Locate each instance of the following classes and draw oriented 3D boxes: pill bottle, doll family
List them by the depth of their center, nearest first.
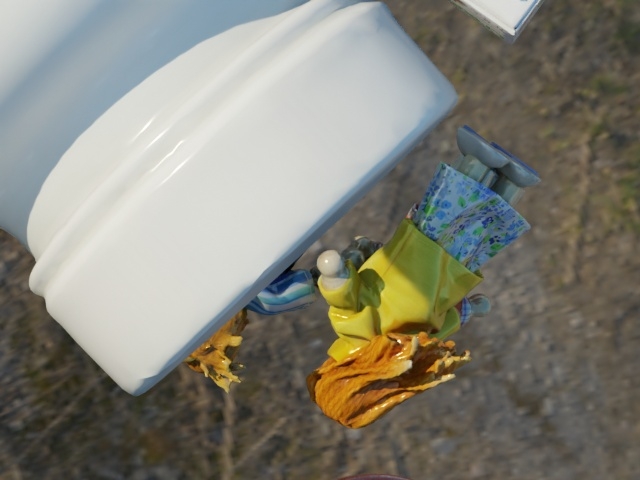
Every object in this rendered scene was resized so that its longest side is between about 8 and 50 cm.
[{"bbox_3d":[-0.114,-0.113,0.536,0.318,0.176,0.176,47,60,1],"label":"pill bottle"},{"bbox_3d":[0.000,0.000,0.874,0.263,0.118,0.163,30,98,-30],"label":"doll family"}]

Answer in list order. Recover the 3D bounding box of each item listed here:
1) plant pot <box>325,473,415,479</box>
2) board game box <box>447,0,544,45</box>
[{"bbox_3d":[-0.012,0.276,1.237,0.272,0.265,0.272,9,70,-25],"label":"plant pot"},{"bbox_3d":[0.146,-0.317,1.305,0.193,0.053,0.305,36,88,4],"label":"board game box"}]
